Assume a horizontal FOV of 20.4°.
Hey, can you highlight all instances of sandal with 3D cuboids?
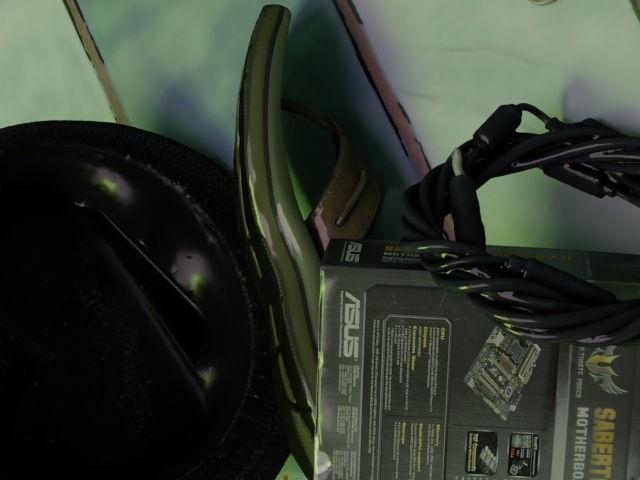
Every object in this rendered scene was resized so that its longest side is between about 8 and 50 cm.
[{"bbox_3d":[0.000,0.002,1.109,0.120,0.086,0.303,119,139,-76],"label":"sandal"}]

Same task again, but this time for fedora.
[{"bbox_3d":[-0.162,0.085,1.203,0.334,0.334,0.152,54,160,22],"label":"fedora"}]

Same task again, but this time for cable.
[{"bbox_3d":[0.131,-0.006,0.929,0.184,0.150,0.047,37,144,34],"label":"cable"}]

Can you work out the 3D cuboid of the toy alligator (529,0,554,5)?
[{"bbox_3d":[0.155,-0.173,0.927,0.189,0.051,0.056,-37,73,45],"label":"toy alligator"}]

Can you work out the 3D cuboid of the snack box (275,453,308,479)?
[{"bbox_3d":[-0.001,0.229,1.187,0.322,0.060,0.187,-16,87,48],"label":"snack box"}]

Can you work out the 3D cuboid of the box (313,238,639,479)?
[{"bbox_3d":[0.088,0.119,0.994,0.183,0.056,0.231,2,106,4],"label":"box"}]
